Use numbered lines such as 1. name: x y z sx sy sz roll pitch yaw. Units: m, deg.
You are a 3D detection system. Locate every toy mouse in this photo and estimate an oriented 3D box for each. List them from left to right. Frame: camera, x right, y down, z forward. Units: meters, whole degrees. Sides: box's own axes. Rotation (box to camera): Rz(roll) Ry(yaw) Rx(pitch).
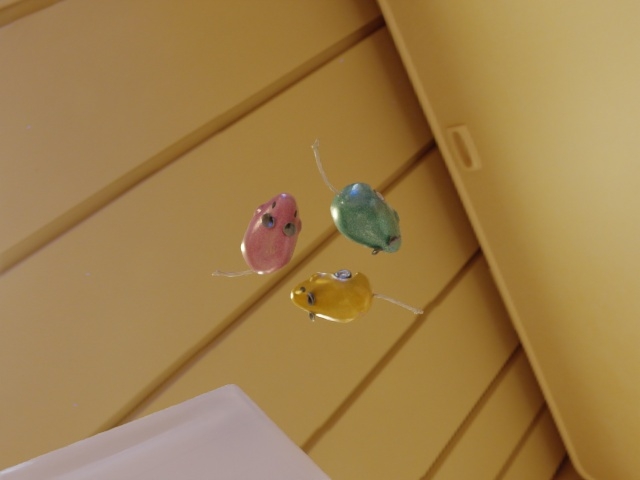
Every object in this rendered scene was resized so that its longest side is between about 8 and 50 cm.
1. toy mouse: 0.000 0.000 0.481 0.031 0.161 0.143 -87 -2 -61

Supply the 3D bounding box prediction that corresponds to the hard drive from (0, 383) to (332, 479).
1. hard drive: 0.002 0.196 0.282 0.040 0.307 0.203 -58 -23 19
